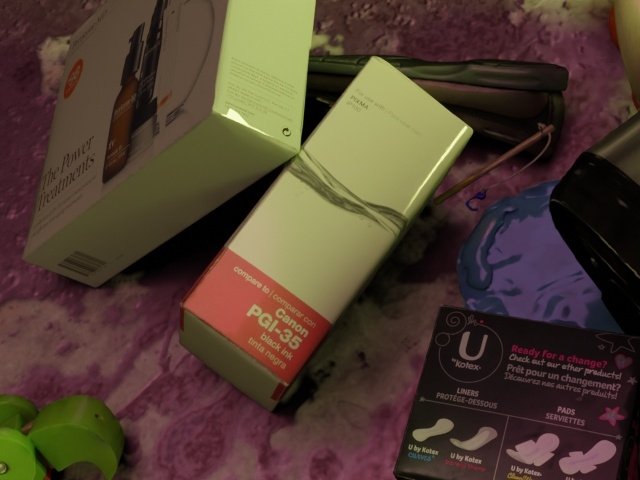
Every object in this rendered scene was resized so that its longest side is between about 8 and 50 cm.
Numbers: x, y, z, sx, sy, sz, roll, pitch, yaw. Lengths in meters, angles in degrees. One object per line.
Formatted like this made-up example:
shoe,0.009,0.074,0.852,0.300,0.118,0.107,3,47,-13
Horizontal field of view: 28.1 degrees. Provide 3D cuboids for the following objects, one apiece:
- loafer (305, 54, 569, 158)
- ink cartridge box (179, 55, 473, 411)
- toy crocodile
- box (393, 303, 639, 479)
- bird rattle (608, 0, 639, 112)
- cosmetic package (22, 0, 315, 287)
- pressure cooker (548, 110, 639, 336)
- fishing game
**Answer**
loafer,0.094,-0.136,1.283,0.302,0.109,0.095,5,102,18
ink cartridge box,0.000,0.000,1.158,0.117,0.207,0.283,36,75,4
toy crocodile,-0.345,0.246,1.202,0.340,0.105,0.115,-31,17,-1
box,0.172,0.169,1.003,0.163,0.247,0.142,8,66,20
bird rattle,0.309,-0.176,1.193,0.143,0.207,0.253,-1,51,36
cosmetic package,-0.148,-0.150,1.239,0.377,0.097,0.284,-30,44,47
pressure cooker,0.427,-0.020,0.926,0.420,0.375,0.370,-37,23,2
fishing game,0.220,0.033,1.183,0.189,0.041,0.264,-37,67,1
